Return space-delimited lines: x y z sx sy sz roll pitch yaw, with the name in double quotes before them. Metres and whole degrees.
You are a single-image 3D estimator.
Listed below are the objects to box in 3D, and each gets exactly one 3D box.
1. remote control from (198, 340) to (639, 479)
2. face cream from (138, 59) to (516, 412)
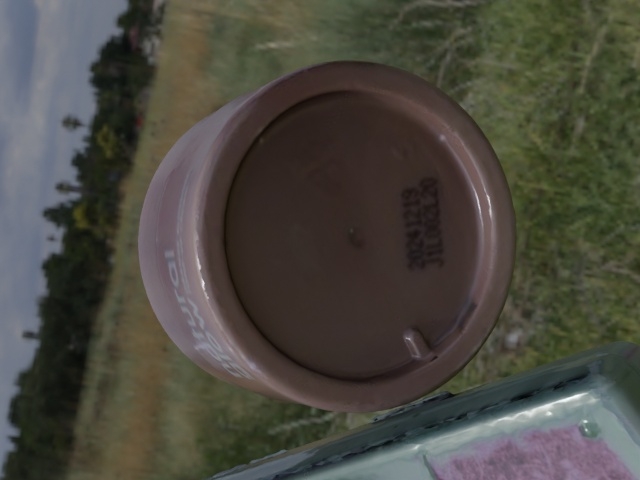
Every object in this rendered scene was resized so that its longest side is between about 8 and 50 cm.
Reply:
"remote control" 0.020 0.157 0.516 0.344 0.145 0.050 -24 3 35
"face cream" 0.000 0.000 0.531 0.104 0.149 0.149 173 106 -69
